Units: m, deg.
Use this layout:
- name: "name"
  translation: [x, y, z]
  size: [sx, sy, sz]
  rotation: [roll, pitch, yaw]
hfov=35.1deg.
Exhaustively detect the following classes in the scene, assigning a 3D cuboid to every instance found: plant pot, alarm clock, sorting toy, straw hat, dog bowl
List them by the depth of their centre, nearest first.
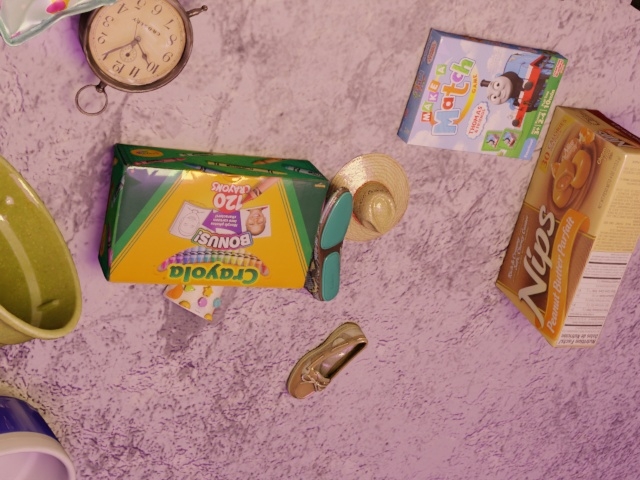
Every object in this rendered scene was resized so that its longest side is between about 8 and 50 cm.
- name: "plant pot"
  translation: [-0.465, 0.050, 1.177]
  size: [0.254, 0.276, 0.276]
  rotation: [-30, 126, 11]
- name: "alarm clock"
  translation: [-0.232, -0.230, 1.206]
  size: [0.129, 0.064, 0.192]
  rotation: [30, 102, -33]
- name: "dog bowl"
  translation: [-0.472, 0.338, 1.361]
  size: [0.265, 0.104, 0.265]
  rotation: [-28, 144, -23]
- name: "sorting toy"
  translation: [-0.165, 0.067, 1.429]
  size: [0.083, 0.045, 0.075]
  rotation: [32, 84, -34]
- name: "straw hat"
  translation: [0.078, -0.047, 1.445]
  size: [0.145, 0.061, 0.144]
  rotation: [-11, 122, -18]

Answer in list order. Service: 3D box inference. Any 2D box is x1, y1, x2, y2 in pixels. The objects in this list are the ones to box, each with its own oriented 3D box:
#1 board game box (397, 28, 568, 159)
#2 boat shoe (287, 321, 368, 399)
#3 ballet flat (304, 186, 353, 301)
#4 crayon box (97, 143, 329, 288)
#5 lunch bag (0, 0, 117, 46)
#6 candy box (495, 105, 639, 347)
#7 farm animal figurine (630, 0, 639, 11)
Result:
- name: "board game box"
  translation: [0.229, -0.202, 1.430]
  size: [0.212, 0.039, 0.160]
  rotation: [5, 117, -24]
- name: "boat shoe"
  translation: [0.011, 0.194, 1.565]
  size: [0.153, 0.048, 0.056]
  rotation: [-43, 125, 5]
- name: "ballet flat"
  translation: [0.000, 0.000, 1.437]
  size: [0.070, 0.070, 0.188]
  rotation: [-3, 121, -21]
- name: "crayon box"
  translation: [-0.143, -0.028, 1.348]
  size: [0.279, 0.081, 0.165]
  rotation: [3, 115, -24]
- name: "lunch bag"
  translation: [-0.321, -0.357, 0.997]
  size: [0.160, 0.223, 0.262]
  rotation: [-28, 124, -13]
- name: "candy box"
  translation: [0.381, -0.020, 1.511]
  size: [0.088, 0.183, 0.316]
  rotation: [2, 118, -23]
- name: "farm animal figurine"
  translation: [0.428, -0.369, 1.254]
  size: [0.330, 0.327, 0.172]
  rotation: [-10, 127, -33]
